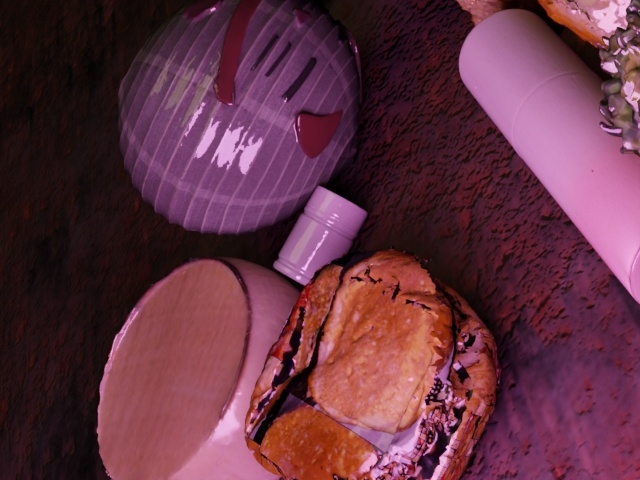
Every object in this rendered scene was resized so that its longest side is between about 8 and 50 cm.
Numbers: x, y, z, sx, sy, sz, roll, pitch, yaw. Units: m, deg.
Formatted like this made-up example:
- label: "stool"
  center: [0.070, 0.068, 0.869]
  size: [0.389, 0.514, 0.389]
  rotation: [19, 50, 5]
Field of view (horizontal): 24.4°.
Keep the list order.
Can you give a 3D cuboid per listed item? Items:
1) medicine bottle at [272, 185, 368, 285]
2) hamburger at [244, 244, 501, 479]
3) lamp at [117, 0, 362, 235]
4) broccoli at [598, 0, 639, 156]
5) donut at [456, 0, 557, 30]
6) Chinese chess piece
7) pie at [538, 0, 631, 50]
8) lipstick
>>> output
- label: "medicine bottle"
  center: [0.000, 0.000, 1.377]
  size: [0.089, 0.057, 0.057]
  rotation: [-62, 32, 0]
- label: "hamburger"
  center: [0.045, 0.119, 1.181]
  size: [0.231, 0.107, 0.231]
  rotation: [-31, 42, 32]
- label: "lamp"
  center: [-0.070, -0.128, 1.429]
  size: [0.233, 0.233, 0.265]
  rotation: [-28, 27, 41]
- label: "broccoli"
  center: [0.322, -0.063, 0.896]
  size: [0.288, 0.248, 0.245]
  rotation: [44, 139, 47]
- label: "donut"
  center: [0.214, -0.254, 1.228]
  size: [0.295, 0.112, 0.151]
  rotation: [17, 82, 56]
- label: "Chinese chess piece"
  center: [-0.106, 0.136, 1.377]
  size: [0.250, 0.103, 0.250]
  rotation: [-33, 42, 36]
- label: "pie"
  center: [0.259, -0.251, 1.067]
  size: [0.308, 0.085, 0.308]
  rotation: [-3, 70, 7]
- label: "lipstick"
  center: [0.202, -0.071, 1.124]
  size: [0.087, 0.087, 0.327]
  rotation: [-50, 34, 16]
